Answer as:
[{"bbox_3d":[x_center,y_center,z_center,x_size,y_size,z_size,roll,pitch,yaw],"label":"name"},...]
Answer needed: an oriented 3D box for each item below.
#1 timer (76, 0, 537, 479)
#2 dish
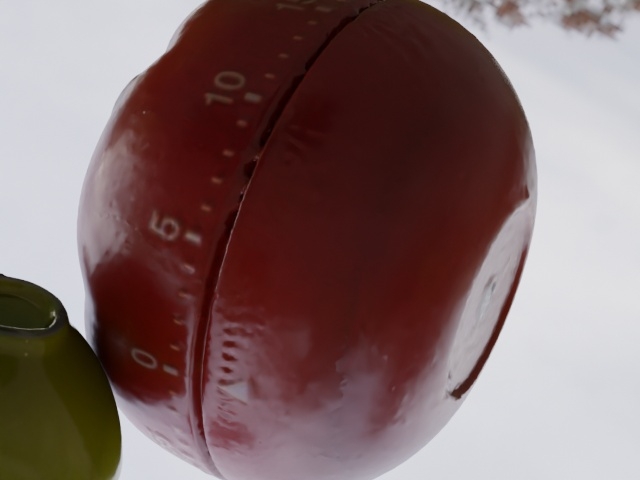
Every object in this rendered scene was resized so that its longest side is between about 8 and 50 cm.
[{"bbox_3d":[0.000,0.000,1.214,0.279,0.378,0.378,19,-160,20],"label":"timer"},{"bbox_3d":[-0.250,0.081,1.077,0.262,0.108,0.221,10,-165,-14],"label":"dish"}]
